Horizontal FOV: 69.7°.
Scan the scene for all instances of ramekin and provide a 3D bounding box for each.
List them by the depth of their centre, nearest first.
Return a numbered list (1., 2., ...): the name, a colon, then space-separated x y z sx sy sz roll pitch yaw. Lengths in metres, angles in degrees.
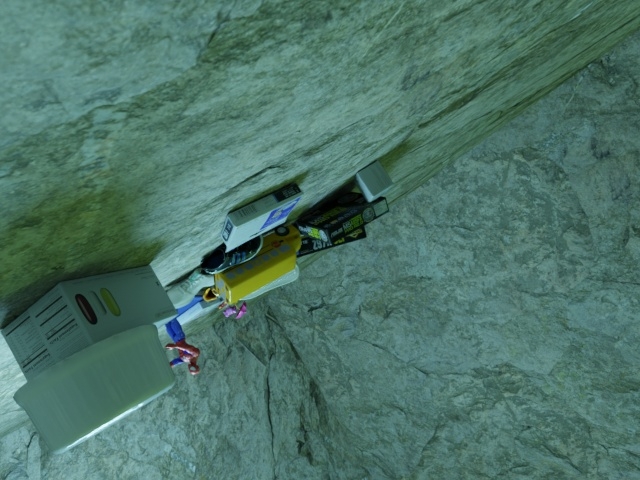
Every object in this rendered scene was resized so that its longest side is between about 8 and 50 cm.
1. ramekin: -0.428 0.293 0.913 0.277 0.135 0.277 -31 173 -4

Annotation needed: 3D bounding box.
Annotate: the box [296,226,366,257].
1. box: 0.000 0.000 1.817 0.321 0.080 0.257 -16 -177 -7

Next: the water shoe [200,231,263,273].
1. water shoe: -0.262 0.039 1.375 0.203 0.073 0.080 -33 172 1

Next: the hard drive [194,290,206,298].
1. hard drive: -0.561 0.268 1.839 0.210 0.040 0.319 -31 174 -4

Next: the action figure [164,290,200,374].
1. action figure: -0.483 0.313 1.455 0.091 0.280 0.139 -37 172 37

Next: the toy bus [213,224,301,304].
1. toy bus: -0.196 0.071 1.530 0.332 0.130 0.108 -28 144 -32

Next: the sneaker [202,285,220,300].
1. sneaker: -0.380 0.180 1.790 0.215 0.084 0.083 -37 -176 38

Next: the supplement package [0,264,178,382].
1. supplement package: -0.492 0.180 1.013 0.204 0.145 0.262 -34 174 18

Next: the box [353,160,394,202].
1. box: 0.178 -0.197 1.561 0.087 0.102 0.101 -33 176 -7

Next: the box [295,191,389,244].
1. box: 0.077 -0.088 1.657 0.270 0.060 0.216 -29 -156 -23

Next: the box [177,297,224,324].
1. box: -0.496 0.286 1.933 0.145 0.038 0.186 -34 173 20

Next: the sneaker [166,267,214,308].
1. sneaker: -0.406 0.132 1.463 0.212 0.080 0.094 -36 165 -31

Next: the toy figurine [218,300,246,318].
1. toy figurine: -0.404 0.276 2.056 0.173 0.159 0.130 -24 174 -13

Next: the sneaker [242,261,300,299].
1. sneaker: -0.267 0.148 1.959 0.349 0.131 0.148 -13 -158 -12

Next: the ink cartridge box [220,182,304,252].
1. ink cartridge box: -0.163 -0.058 1.225 0.206 0.045 0.208 -29 172 -26
